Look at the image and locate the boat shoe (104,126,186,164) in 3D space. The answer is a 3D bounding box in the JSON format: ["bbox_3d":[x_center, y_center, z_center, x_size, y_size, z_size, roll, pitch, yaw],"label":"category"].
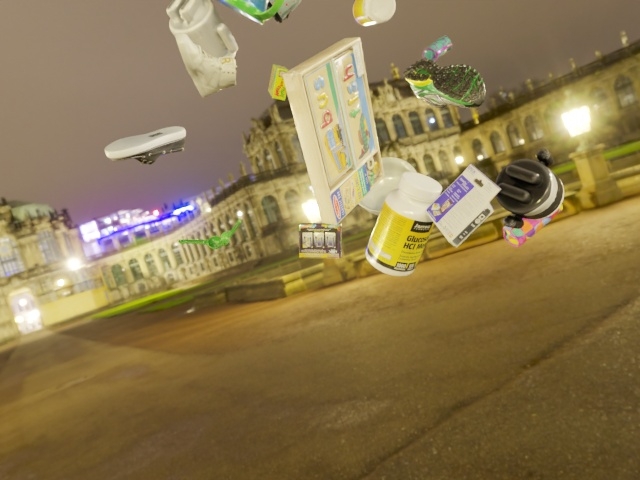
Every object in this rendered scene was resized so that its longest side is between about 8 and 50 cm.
[{"bbox_3d":[-0.444,-0.233,1.343,0.080,0.076,0.229,20,35,29],"label":"boat shoe"}]

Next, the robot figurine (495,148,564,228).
[{"bbox_3d":[0.642,-0.155,1.604,0.209,0.173,0.278,-32,-23,30],"label":"robot figurine"}]

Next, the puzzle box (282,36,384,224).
[{"bbox_3d":[0.050,-0.280,1.343,0.052,0.408,0.272,11,41,36],"label":"puzzle box"}]

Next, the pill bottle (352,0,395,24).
[{"bbox_3d":[0.196,-0.888,1.990,0.117,0.117,0.215,-19,22,-10],"label":"pill bottle"}]

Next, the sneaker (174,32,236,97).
[{"bbox_3d":[-0.391,-0.638,1.835,0.169,0.108,0.292,-18,-22,1],"label":"sneaker"}]

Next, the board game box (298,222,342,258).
[{"bbox_3d":[0.000,0.000,2.093,0.171,0.140,0.048,1,9,12],"label":"board game box"}]

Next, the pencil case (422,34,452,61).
[{"bbox_3d":[0.478,-0.778,2.115,0.070,0.064,0.152,10,41,39],"label":"pencil case"}]

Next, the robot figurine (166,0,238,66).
[{"bbox_3d":[-0.474,-0.834,2.119,0.300,0.199,0.353,22,-17,30],"label":"robot figurine"}]

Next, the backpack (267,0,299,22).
[{"bbox_3d":[-0.151,-1.039,2.223,0.182,0.152,0.115,-33,26,15],"label":"backpack"}]

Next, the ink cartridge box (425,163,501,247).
[{"bbox_3d":[0.431,-0.109,1.561,0.208,0.045,0.206,-48,27,17],"label":"ink cartridge box"}]

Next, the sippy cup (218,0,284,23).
[{"bbox_3d":[-0.276,-0.987,1.983,0.224,0.306,0.240,-61,14,14],"label":"sippy cup"}]

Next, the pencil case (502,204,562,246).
[{"bbox_3d":[0.793,-0.079,1.951,0.236,0.104,0.104,-39,4,-7],"label":"pencil case"}]

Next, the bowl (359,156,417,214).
[{"bbox_3d":[0.297,-0.220,2.341,0.298,0.297,0.134,-18,-31,4],"label":"bowl"}]

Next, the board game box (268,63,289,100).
[{"bbox_3d":[-0.137,-0.521,1.706,0.043,0.092,0.181,8,21,-14],"label":"board game box"}]

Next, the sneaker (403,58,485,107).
[{"bbox_3d":[0.442,-0.524,1.796,0.134,0.146,0.343,-44,41,-2],"label":"sneaker"}]

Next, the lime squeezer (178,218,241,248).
[{"bbox_3d":[-0.401,-0.018,2.033,0.311,0.110,0.058,-16,41,28],"label":"lime squeezer"}]

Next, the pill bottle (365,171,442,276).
[{"bbox_3d":[0.291,-0.057,1.792,0.188,0.333,0.187,13,29,-7],"label":"pill bottle"}]
